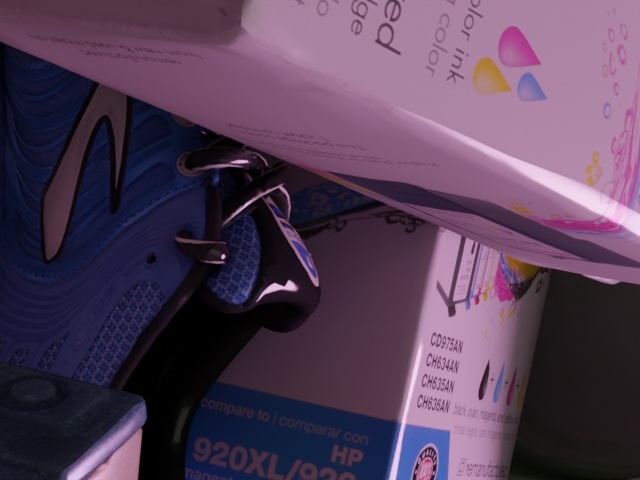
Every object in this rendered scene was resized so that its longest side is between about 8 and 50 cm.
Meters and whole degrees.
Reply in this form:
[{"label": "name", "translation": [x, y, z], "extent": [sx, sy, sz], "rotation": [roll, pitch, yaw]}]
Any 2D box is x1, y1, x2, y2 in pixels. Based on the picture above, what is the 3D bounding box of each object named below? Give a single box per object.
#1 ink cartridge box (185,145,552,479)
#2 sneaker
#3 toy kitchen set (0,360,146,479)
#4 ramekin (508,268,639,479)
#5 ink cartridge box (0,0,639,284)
[{"label": "ink cartridge box", "translation": [0.000, 0.000, 0.690], "extent": [0.171, 0.168, 0.232], "rotation": [22, 79, -66]}, {"label": "sneaker", "translation": [-0.058, -0.029, 0.565], "extent": [0.130, 0.147, 0.330], "rotation": [4, 96, -68]}, {"label": "toy kitchen set", "translation": [-0.158, 0.064, 0.336], "extent": [0.207, 0.166, 0.122], "rotation": [-44, 140, -55]}, {"label": "ramekin", "translation": [0.136, 0.000, 0.808], "extent": [0.148, 0.303, 0.303], "rotation": [21, 81, -62]}, {"label": "ink cartridge box", "translation": [0.078, -0.104, 0.512], "extent": [0.353, 0.119, 0.207], "rotation": [20, 83, -48]}]
